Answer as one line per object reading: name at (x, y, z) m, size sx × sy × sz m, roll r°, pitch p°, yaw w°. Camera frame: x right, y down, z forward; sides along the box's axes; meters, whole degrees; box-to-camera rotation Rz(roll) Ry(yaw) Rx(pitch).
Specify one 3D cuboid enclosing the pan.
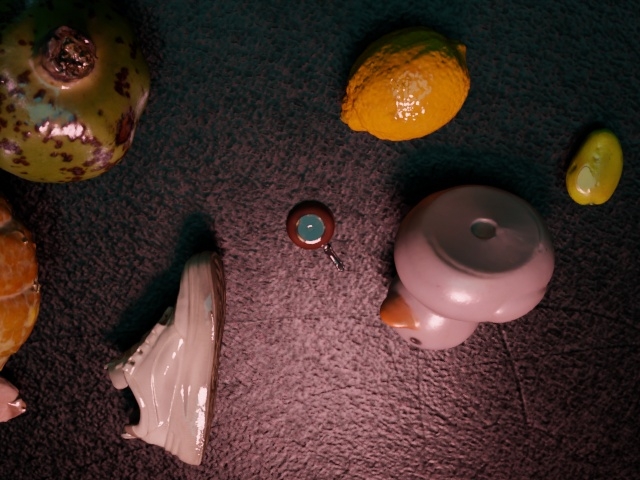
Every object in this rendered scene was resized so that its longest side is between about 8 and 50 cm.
pan at (0.000, 0.000, 1.752) m, size 0.068 × 0.023 × 0.115 m, roll -35°, pitch 105°, yaw 7°

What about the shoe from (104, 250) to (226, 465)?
shoe at (-0.218, 0.158, 1.748) m, size 0.159 × 0.124 × 0.316 m, roll 6°, pitch 108°, yaw 3°

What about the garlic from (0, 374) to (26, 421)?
garlic at (-0.519, 0.218, 1.772) m, size 0.195 × 0.087 × 0.101 m, roll -14°, pitch 121°, yaw -1°

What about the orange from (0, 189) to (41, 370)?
orange at (-0.526, 0.051, 1.631) m, size 0.329 × 0.249 × 0.329 m, roll -1°, pitch 111°, yaw -2°

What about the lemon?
lemon at (0.107, -0.200, 1.633) m, size 0.187 × 0.142 × 0.142 m, roll -28°, pitch 107°, yaw 13°

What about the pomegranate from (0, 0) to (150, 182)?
pomegranate at (-0.327, -0.196, 1.556) m, size 0.254 × 0.270 × 0.254 m, roll 2°, pitch 85°, yaw -20°

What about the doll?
doll at (0.191, 0.049, 1.707) m, size 0.251 × 0.221 × 0.221 m, roll -25°, pitch 109°, yaw -23°

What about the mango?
mango at (0.373, -0.100, 1.718) m, size 0.073 × 0.056 × 0.108 m, roll 9°, pitch 104°, yaw -11°
